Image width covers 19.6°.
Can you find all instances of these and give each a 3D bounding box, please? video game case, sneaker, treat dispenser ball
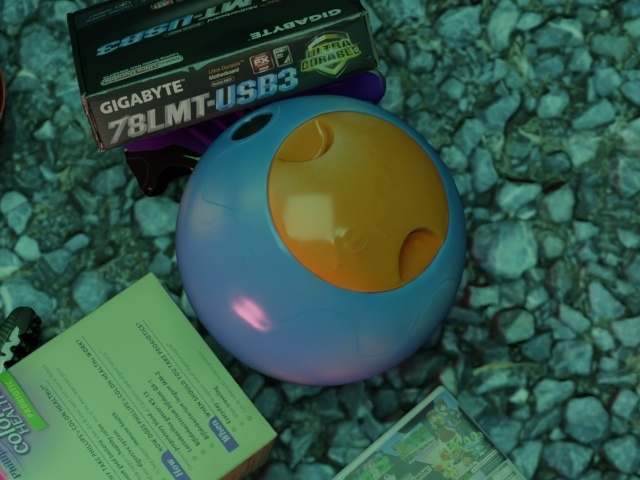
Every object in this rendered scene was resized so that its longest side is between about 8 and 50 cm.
[{"bbox_3d":[0.108,0.278,1.874,0.201,0.023,0.183,-40,72,-5],"label":"video game case"},{"bbox_3d":[-0.381,0.163,1.946,0.106,0.078,0.234,25,80,12],"label":"sneaker"},{"bbox_3d":[0.000,0.000,1.835,0.288,0.288,0.288,-2,73,7],"label":"treat dispenser ball"},{"bbox_3d":[-0.068,-0.107,1.986,0.293,0.102,0.146,-9,80,6],"label":"sneaker"}]

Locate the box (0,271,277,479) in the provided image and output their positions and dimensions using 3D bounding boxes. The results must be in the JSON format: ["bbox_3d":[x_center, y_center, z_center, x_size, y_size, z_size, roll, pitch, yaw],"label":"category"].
[{"bbox_3d":[-0.205,0.195,1.856,0.243,0.117,0.213,-35,78,-18],"label":"box"}]

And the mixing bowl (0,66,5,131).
[{"bbox_3d":[-0.420,-0.135,2.033,0.181,0.098,0.181,-2,72,7],"label":"mixing bowl"}]

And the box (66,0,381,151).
[{"bbox_3d":[-0.109,-0.211,1.926,0.295,0.293,0.073,-18,114,-2],"label":"box"}]
